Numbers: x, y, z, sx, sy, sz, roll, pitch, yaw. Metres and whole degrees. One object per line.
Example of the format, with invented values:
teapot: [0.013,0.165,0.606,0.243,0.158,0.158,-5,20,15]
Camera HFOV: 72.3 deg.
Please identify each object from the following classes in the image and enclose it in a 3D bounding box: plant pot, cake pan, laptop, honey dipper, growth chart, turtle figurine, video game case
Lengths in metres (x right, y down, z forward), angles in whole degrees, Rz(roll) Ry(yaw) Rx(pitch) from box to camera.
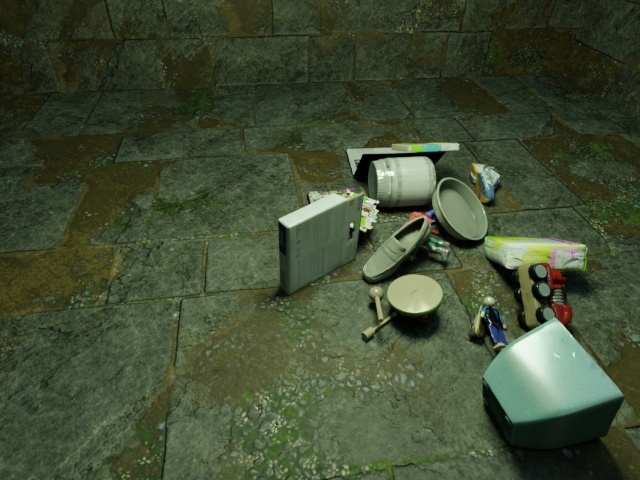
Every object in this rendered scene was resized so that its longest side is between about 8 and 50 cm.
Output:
plant pot: [0.580,0.409,1.169,0.252,0.247,0.248,-22,43,-1]
cake pan: [0.578,-0.124,1.830,0.293,0.054,0.293,17,56,-27]
laptop: [0.350,-0.440,2.161,0.381,0.236,0.408,-2,43,-6]
honey dipper: [0.201,0.279,1.460,0.160,0.030,0.030,-28,48,-33]
growth chart: [0.150,-0.118,1.764,0.171,0.021,0.237,18,41,13]
turtle figurine: [0.388,0.008,1.731,0.234,0.118,0.175,19,43,11]
video game case: [0.065,-0.136,1.830,0.210,0.042,0.232,-4,39,-10]

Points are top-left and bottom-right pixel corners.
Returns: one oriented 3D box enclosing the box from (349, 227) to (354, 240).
box: [0.069,-0.043,1.808,0.137,0.072,0.126,4,41,2]

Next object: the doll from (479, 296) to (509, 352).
doll: [0.573,0.271,1.438,0.129,0.046,0.189,23,45,-29]

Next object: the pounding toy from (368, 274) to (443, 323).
pounding toy: [0.295,0.221,1.485,0.236,0.110,0.183,-12,36,-1]

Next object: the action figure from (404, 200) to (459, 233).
action figure: [0.493,-0.089,1.859,0.280,0.092,0.139,-17,35,-21]

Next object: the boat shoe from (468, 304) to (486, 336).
boat shoe: [0.524,0.268,1.466,0.049,0.056,0.152,-18,15,34]

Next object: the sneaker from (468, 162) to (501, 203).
sneaker: [0.805,-0.282,2.087,0.130,0.112,0.296,4,41,2]

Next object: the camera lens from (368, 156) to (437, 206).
camera lens: [0.368,-0.262,1.962,0.274,0.219,0.219,-3,40,-6]

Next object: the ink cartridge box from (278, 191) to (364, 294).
ink cartridge box: [0.000,0.000,1.557,0.330,0.324,0.071,-28,50,-30]

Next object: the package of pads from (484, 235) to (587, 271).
package of pads: [0.794,0.047,1.632,0.296,0.101,0.229,1,8,1]

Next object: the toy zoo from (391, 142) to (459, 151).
toy zoo: [0.503,-0.435,2.032,0.293,0.030,0.192,-5,15,-14]

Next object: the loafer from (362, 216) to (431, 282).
loafer: [0.279,0.027,1.626,0.319,0.111,0.112,-43,59,-6]

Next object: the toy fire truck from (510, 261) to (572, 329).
toy fire truck: [0.789,0.194,1.495,0.246,0.158,0.217,3,71,-15]
